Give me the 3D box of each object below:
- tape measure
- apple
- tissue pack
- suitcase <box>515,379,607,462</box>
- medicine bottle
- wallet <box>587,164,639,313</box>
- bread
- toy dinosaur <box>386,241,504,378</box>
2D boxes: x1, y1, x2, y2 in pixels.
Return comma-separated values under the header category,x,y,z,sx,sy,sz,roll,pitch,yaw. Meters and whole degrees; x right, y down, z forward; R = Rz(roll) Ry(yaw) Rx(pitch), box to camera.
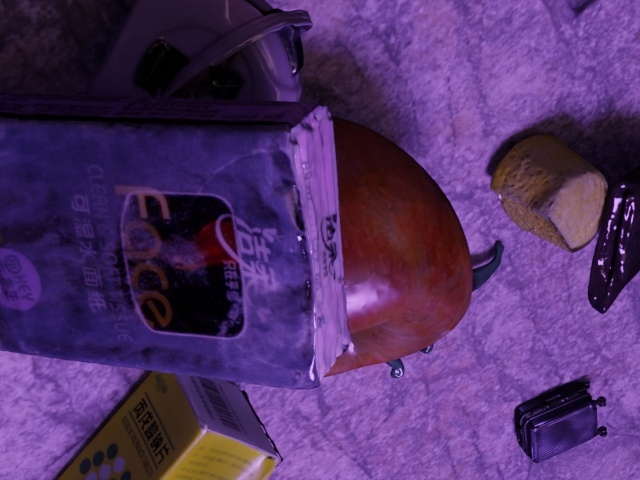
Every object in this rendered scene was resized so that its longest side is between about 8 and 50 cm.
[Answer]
category,x,y,z,sx,sy,sz,roll,pitch,yaw
tape measure,-0.114,-0.162,1.271,0.197,0.120,0.236,30,110,-5
apple,0.000,0.000,1.400,0.302,0.301,0.301,-14,128,-19
tissue pack,-0.158,-0.008,1.217,0.122,0.361,0.259,-49,139,-56
suitcase,0.340,0.259,1.882,0.126,0.059,0.086,-22,128,-13
medicine bottle,-0.187,0.279,1.560,0.141,0.137,0.250,30,106,-40
wallet,0.408,-0.030,1.657,0.229,0.049,0.181,-34,139,-48
bread,0.281,-0.059,1.592,0.111,0.114,0.129,-49,135,1
toy dinosaur,0.110,0.097,1.634,0.292,0.079,0.120,-15,130,-23
